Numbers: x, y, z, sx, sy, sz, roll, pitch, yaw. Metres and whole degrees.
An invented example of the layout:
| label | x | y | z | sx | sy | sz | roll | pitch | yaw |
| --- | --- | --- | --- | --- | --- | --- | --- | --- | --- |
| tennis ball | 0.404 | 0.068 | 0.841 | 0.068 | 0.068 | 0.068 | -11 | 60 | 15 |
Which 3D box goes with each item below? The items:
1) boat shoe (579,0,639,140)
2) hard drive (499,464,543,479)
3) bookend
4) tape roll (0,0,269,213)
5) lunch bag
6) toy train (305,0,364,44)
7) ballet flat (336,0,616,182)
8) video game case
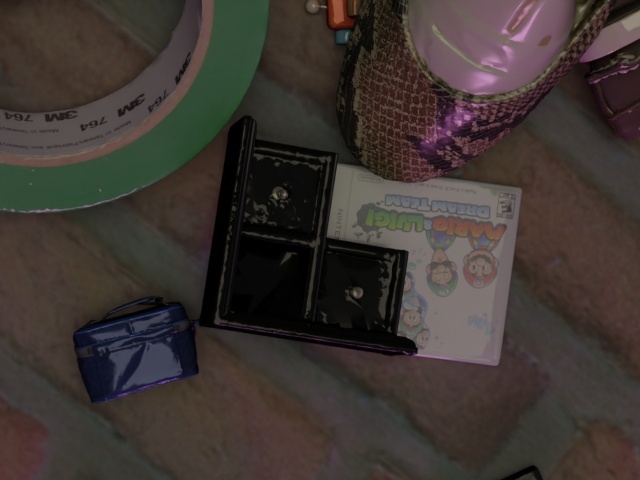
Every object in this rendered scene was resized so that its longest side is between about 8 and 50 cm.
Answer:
| label | x | y | z | sx | sy | sz | roll | pitch | yaw |
| --- | --- | --- | --- | --- | --- | --- | --- | --- | --- |
| boat shoe | 0.357 | -0.183 | 1.354 | 0.324 | 0.116 | 0.097 | -25 | 98 | 0 |
| hard drive | 0.156 | 0.260 | 1.387 | 0.094 | 0.022 | 0.135 | -24 | 93 | -5 |
| bookend | 0.000 | 0.000 | 1.317 | 0.157 | 0.072 | 0.156 | 10 | 84 | -12 |
| tape roll | -0.199 | -0.175 | 1.243 | 0.321 | 0.077 | 0.321 | -6 | 122 | -9 |
| lunch bag | -0.138 | 0.079 | 1.333 | 0.098 | 0.067 | 0.065 | -16 | 94 | -8 |
| toy train | 0.054 | -0.234 | 1.354 | 0.125 | 0.046 | 0.166 | 2 | 91 | -6 |
| ballet flat | 0.183 | -0.241 | 1.254 | 0.164 | 0.182 | 0.483 | 42 | 93 | -3 |
| video game case | 0.073 | 0.019 | 1.376 | 0.157 | 0.019 | 0.143 | 7 | 91 | -6 |
